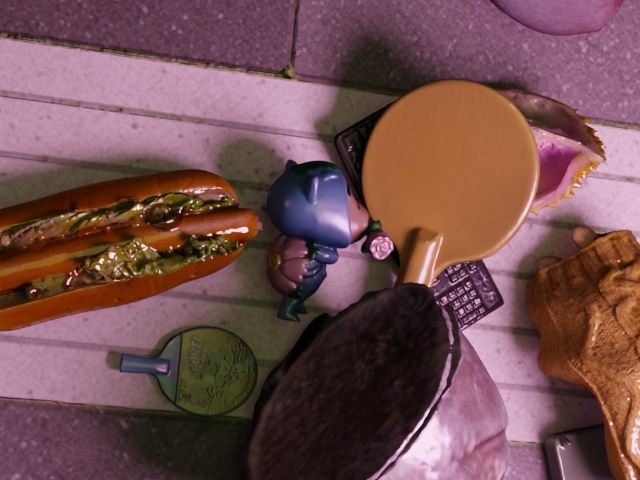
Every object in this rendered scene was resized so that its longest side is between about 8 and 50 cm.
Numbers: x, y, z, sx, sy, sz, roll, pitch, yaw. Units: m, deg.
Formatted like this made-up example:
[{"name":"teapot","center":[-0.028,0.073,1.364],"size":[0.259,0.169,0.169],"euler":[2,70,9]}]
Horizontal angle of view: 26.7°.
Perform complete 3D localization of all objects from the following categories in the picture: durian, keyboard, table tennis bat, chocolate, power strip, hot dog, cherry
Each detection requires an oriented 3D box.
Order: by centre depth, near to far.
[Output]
[{"name":"chocolate","center":[0.085,0.220,1.422],"size":[0.213,0.303,0.303],"euler":[45,75,-26]},{"name":"hot dog","center":[-0.225,0.003,1.444],"size":[0.337,0.100,0.135],"euler":[-13,86,-15]},{"name":"table tennis bat","center":[-0.145,0.142,1.492],"size":[0.155,0.019,0.100],"euler":[9,83,-15]},{"name":"table tennis bat","center":[0.127,-0.023,1.512],"size":[0.198,0.050,0.321],"euler":[19,100,11]},{"name":"durian","center":[0.227,-0.118,1.558],"size":[0.182,0.132,0.165],"euler":[-12,70,4]},{"name":"keyboard","center":[0.089,-0.068,1.563],"size":[0.103,0.041,0.381],"euler":[-31,92,-15]},{"name":"cherry","center":[0.266,-0.360,1.568],"size":[0.213,0.183,0.266],"euler":[-26,104,-2]},{"name":"power strip","center":[0.355,0.320,1.577],"size":[0.145,0.061,0.216],"euler":[-11,87,-14]}]

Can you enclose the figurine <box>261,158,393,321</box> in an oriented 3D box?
[{"name":"figurine","center":[0.004,0.001,1.498],"size":[0.144,0.114,0.178],"euler":[11,99,-8]}]

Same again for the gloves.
[{"name":"gloves","center":[0.365,0.140,1.530],"size":[0.203,0.155,0.356],"euler":[-7,63,-37]}]
